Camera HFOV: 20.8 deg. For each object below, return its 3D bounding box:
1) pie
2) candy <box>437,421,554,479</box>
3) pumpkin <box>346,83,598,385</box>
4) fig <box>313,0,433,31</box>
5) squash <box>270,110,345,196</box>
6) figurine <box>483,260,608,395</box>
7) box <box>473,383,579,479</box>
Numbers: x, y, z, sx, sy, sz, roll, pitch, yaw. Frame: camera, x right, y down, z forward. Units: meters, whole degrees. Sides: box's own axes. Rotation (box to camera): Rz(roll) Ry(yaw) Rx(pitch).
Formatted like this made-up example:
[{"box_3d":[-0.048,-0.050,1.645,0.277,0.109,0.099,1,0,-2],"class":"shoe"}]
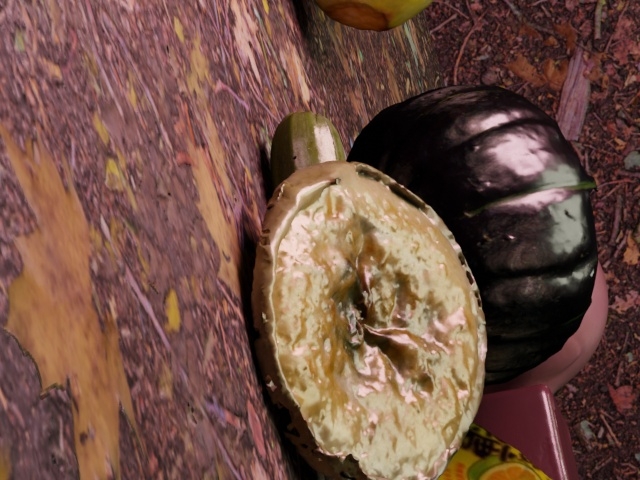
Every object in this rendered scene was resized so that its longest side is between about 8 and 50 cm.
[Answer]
[{"box_3d":[0.040,0.067,1.353,0.274,0.055,0.274,23,59,-44],"class":"pie"},{"box_3d":[0.173,0.257,1.625,0.297,0.081,0.187,36,32,0],"class":"candy"},{"box_3d":[0.113,0.001,1.644,0.296,0.296,0.296,-15,90,-80],"class":"pumpkin"},{"box_3d":[0.071,-0.375,1.902,0.258,0.258,0.326,59,31,-58],"class":"fig"},{"box_3d":[0.000,0.000,1.444,0.069,0.069,0.239,49,28,-68],"class":"squash"},{"box_3d":[0.214,0.059,1.953,0.269,0.211,0.261,41,-22,40],"class":"figurine"},{"box_3d":[0.191,0.295,1.801,0.193,0.167,0.294,51,25,-63],"class":"box"}]
